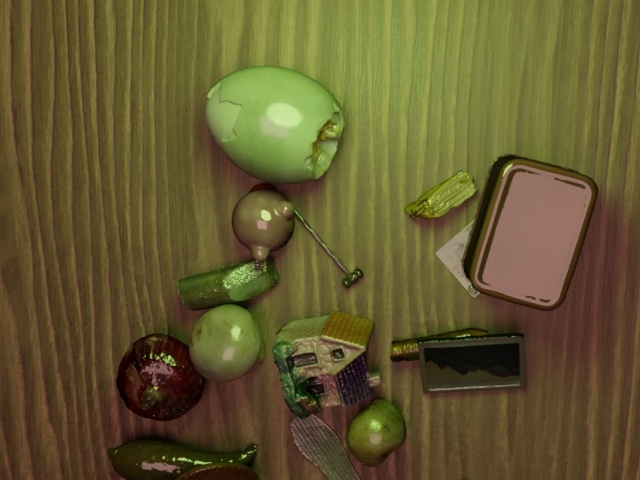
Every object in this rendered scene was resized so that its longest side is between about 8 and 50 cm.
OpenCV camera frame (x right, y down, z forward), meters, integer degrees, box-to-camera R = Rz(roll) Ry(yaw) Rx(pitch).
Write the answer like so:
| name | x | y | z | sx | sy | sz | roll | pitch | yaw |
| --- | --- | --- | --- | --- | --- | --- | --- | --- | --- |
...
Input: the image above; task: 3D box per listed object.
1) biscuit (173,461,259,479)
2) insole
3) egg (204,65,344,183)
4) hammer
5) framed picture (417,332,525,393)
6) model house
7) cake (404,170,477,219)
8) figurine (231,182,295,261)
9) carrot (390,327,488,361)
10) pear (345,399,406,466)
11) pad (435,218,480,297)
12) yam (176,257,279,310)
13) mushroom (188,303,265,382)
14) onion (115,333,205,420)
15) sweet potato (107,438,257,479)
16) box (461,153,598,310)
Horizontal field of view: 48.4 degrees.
| name | x | y | z | sx | sy | sz | roll | pitch | yaw |
| --- | --- | --- | --- | --- | --- | --- | --- | --- | --- |
| biscuit | -0.294 | 0.685 | 1.964 | 0.262 | 0.037 | 0.262 | -9 | 133 | -10 |
| insole | 0.032 | 0.622 | 1.978 | 0.119 | 0.009 | 0.348 | -33 | 91 | 12 |
| egg | -0.124 | -0.286 | 1.740 | 0.336 | 0.278 | 0.278 | 19 | 101 | 12 |
| hammer | 0.000 | 0.000 | 1.889 | 0.058 | 0.029 | 0.292 | -41 | 88 | 11 |
| framed picture | 0.387 | 0.317 | 1.824 | 0.266 | 0.018 | 0.192 | -6 | 124 | 11 |
| model house | 0.030 | 0.319 | 1.836 | 0.238 | 0.202 | 0.236 | -14 | 96 | 12 |
| cake | 0.303 | -0.100 | 1.814 | 0.185 | 0.116 | 0.079 | -40 | 95 | -19 |
| figurine | -0.144 | -0.049 | 1.833 | 0.173 | 0.173 | 0.173 | 1 | 98 | 10 |
| carrot | 0.308 | 0.274 | 1.853 | 0.260 | 0.070 | 0.070 | -11 | 96 | 14 |
| pear | 0.143 | 0.506 | 1.869 | 0.167 | 0.167 | 0.136 | -44 | 72 | 13 |
| pad | 0.443 | 0.008 | 1.818 | 0.265 | 0.009 | 0.159 | -41 | 89 | 13 |
| yam | -0.246 | 0.119 | 1.912 | 0.259 | 0.106 | 0.106 | -15 | 95 | 13 |
| mushroom | -0.232 | 0.279 | 1.887 | 0.207 | 0.215 | 0.207 | -15 | 64 | 32 |
| onion | -0.438 | 0.379 | 1.921 | 0.252 | 0.219 | 0.252 | 3 | 109 | 8 |
| sweet potato | -0.390 | 0.627 | 2.001 | 0.423 | 0.130 | 0.130 | 2 | 98 | 2 |
| box | 0.489 | -0.023 | 1.688 | 0.240 | 0.229 | 0.339 | 16 | 98 | 8 |
